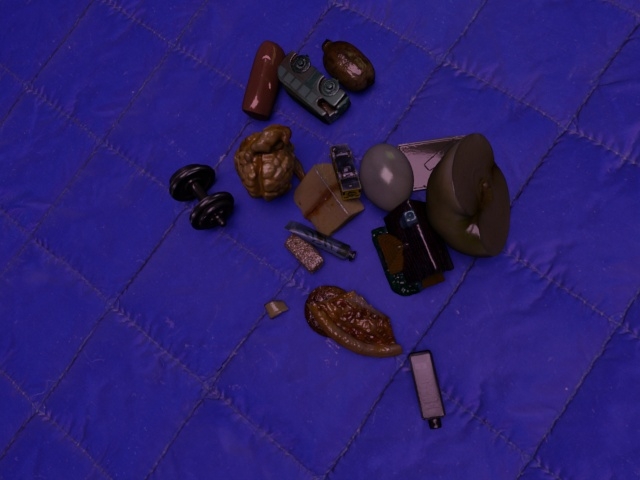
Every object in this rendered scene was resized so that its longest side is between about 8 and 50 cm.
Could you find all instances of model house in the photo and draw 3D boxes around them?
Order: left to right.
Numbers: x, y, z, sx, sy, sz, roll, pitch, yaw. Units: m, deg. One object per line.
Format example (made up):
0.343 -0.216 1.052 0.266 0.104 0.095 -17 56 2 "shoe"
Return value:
0.303 0.027 1.515 0.230 0.249 0.280 -22 77 6 "model house"

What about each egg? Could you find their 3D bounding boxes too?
0.232 -0.220 1.601 0.186 0.186 0.253 -16 74 7 "egg"

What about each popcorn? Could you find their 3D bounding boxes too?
-0.193 -0.277 1.616 0.225 0.332 0.265 12 65 -14 "popcorn"

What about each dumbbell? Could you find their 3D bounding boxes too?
-0.441 -0.162 1.706 0.192 0.192 0.290 -39 75 1 "dumbbell"

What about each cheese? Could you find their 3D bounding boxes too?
-0.163 0.246 1.663 0.084 0.041 0.060 -26 75 6 "cheese"

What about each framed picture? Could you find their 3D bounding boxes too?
0.415 -0.280 1.664 0.260 0.023 0.189 -7 80 8 "framed picture"

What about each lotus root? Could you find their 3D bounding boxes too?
0.099 -0.671 1.733 0.145 0.128 0.260 -39 81 -17 "lotus root"

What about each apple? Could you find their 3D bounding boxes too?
0.499 -0.146 1.474 0.312 0.320 0.360 23 51 11 "apple"

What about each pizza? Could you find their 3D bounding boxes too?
0.126 0.284 1.552 0.365 0.074 0.182 34 88 -2 "pizza"

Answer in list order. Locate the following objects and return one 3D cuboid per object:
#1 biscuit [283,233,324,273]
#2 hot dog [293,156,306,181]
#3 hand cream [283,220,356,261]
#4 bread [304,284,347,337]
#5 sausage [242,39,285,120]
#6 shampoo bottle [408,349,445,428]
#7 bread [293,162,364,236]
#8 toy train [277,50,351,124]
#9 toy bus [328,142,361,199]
-0.058 0.042 1.667 0.082 0.070 0.168 -42 74 -9 "biscuit"
-0.090 -0.282 1.749 0.044 0.028 0.137 -42 72 28 "hot dog"
0.000 0.000 1.643 0.271 0.091 0.058 26 117 0 "hand cream"
0.031 0.251 1.620 0.193 0.064 0.193 -1 79 5 "bread"
-0.219 -0.626 1.783 0.121 0.121 0.304 13 83 12 "sausage"
0.355 0.493 1.512 0.080 0.079 0.246 -12 78 9 "shampoo bottle"
0.021 -0.147 1.708 0.178 0.135 0.240 -45 74 35 "bread"
-0.034 -0.586 1.744 0.326 0.129 0.159 43 95 13 "toy train"
0.091 -0.253 1.646 0.081 0.074 0.226 -12 55 -4 "toy bus"
